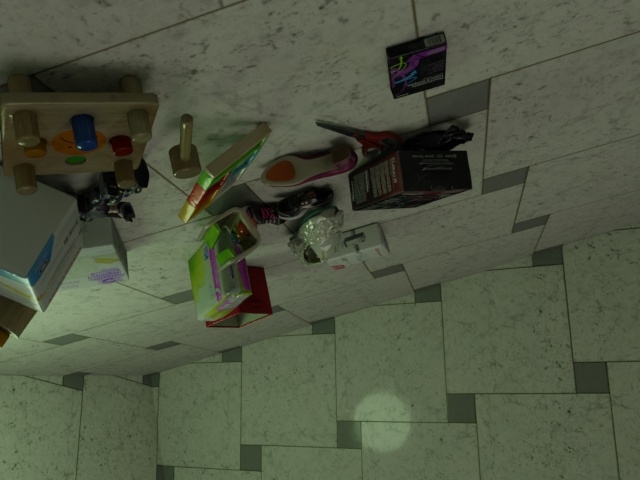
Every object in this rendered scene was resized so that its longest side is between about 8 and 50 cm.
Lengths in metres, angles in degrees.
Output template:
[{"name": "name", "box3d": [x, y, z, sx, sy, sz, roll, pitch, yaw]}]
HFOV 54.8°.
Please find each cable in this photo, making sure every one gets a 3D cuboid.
[{"name": "cable", "box3d": [0.303, -0.256, 1.607, 0.151, 0.047, 0.184, -9, 172, -41]}]

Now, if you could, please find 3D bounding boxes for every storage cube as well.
[{"name": "storage cube", "box3d": [-0.323, 0.213, 2.333, 0.215, 0.193, 0.184, -24, 159, 33]}]

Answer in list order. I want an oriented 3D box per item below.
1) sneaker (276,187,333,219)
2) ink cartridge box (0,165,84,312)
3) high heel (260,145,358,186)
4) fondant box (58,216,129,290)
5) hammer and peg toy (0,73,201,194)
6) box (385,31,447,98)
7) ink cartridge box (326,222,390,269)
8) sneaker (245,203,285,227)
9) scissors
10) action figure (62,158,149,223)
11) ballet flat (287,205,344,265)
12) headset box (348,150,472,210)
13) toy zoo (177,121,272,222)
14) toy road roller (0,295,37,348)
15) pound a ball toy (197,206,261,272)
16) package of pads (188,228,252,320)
[{"name": "sneaker", "box3d": [-0.043, -0.118, 1.755, 0.178, 0.072, 0.077, -20, 160, -20]}, {"name": "ink cartridge box", "box3d": [-0.659, 0.003, 1.347, 0.197, 0.198, 0.270, 24, 154, -7]}, {"name": "high heel", "box3d": [-0.026, -0.182, 1.565, 0.244, 0.082, 0.117, -21, 170, 10]}, {"name": "fondant box", "box3d": [-0.680, 0.043, 1.726, 0.238, 0.096, 0.330, -9, 163, -12]}, {"name": "hammer and peg toy", "box3d": [-0.393, -0.200, 1.147, 0.361, 0.127, 0.266, -7, 161, -27]}, {"name": "box", "box3d": [0.197, -0.352, 1.258, 0.116, 0.029, 0.162, -15, 163, 6]}, {"name": "ink cartridge box", "box3d": [0.130, 0.024, 2.245, 0.218, 0.092, 0.158, -15, 162, 11]}, {"name": "sneaker", "box3d": [-0.149, -0.078, 1.793, 0.075, 0.063, 0.170, -25, 162, 26]}, {"name": "scissors", "box3d": [0.103, -0.259, 1.495, 0.109, 0.021, 0.297, -20, 160, 27]}, {"name": "action figure", "box3d": [-0.507, -0.095, 1.434, 0.185, 0.099, 0.285, -4, 164, -41]}, {"name": "ballet flat", "box3d": [0.000, 0.000, 1.921, 0.147, 0.147, 0.409, -9, 171, -14]}, {"name": "headset box", "box3d": [0.240, -0.159, 1.637, 0.218, 0.110, 0.293, -4, 174, -25]}, {"name": "toy zoo", "box3d": [-0.230, -0.141, 1.422, 0.192, 0.030, 0.293, -45, -178, -35]}, {"name": "toy road roller", "box3d": [-0.853, 0.093, 1.475, 0.330, 0.202, 0.240, 16, 150, 17]}, {"name": "pound a ball toy", "box3d": [-0.264, -0.042, 1.712, 0.136, 0.208, 0.319, -33, -179, -18]}, {"name": "package of pads", "box3d": [-0.327, 0.121, 1.993, 0.101, 0.229, 0.296, -2, 160, -31]}]
